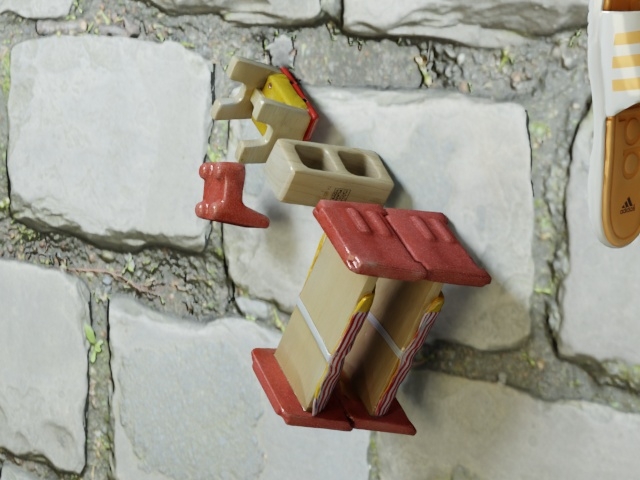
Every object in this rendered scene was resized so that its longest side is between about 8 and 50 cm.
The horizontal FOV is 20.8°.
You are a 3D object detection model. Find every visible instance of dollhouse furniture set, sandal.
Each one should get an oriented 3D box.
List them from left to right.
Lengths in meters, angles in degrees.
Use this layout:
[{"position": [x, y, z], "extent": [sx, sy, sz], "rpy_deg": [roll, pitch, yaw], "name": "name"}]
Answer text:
[{"position": [0.000, 0.000, 1.778], "extent": [0.201, 0.152, 0.374], "rpy_deg": [-65, 35, 29], "name": "dollhouse furniture set"}, {"position": [0.284, -0.119, 1.486], "extent": [0.076, 0.102, 0.265], "rpy_deg": [14, 113, 43], "name": "sandal"}]
